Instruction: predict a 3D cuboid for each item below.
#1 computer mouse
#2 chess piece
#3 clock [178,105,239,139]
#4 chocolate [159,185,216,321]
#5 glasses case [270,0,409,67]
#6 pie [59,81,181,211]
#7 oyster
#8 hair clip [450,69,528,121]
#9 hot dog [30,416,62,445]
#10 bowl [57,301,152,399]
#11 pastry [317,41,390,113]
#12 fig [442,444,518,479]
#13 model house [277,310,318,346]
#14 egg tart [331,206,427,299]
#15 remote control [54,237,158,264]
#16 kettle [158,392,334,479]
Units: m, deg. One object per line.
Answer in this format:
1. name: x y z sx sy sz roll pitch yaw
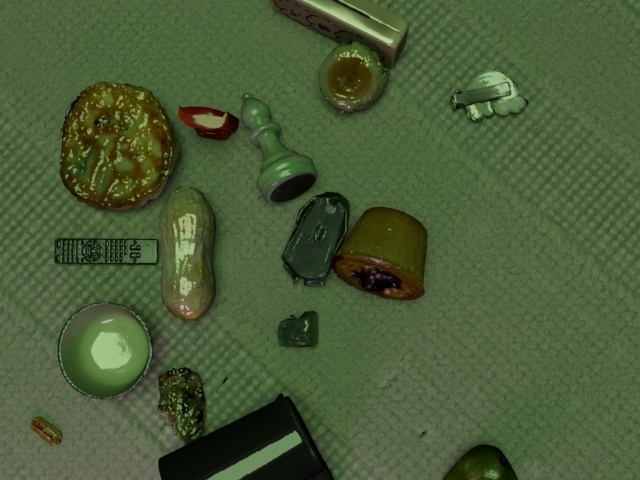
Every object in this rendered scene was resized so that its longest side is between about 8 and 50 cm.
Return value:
1. computer mouse: -0.001 -0.001 1.744 0.126 0.071 0.231 23 92 18
2. chess piece: -0.119 -0.230 1.764 0.139 0.139 0.272 -25 70 -2
3. clock: -0.255 -0.269 1.748 0.113 0.155 0.061 8 92 3
4. chocolate: -0.296 0.026 1.716 0.134 0.134 0.310 -3 80 1
5. glasses case: 0.040 -0.524 1.779 0.336 0.144 0.076 28 83 6
6. pie: -0.474 -0.214 1.782 0.314 0.092 0.316 -1 83 7
7. oyster: -0.310 0.373 1.710 0.105 0.056 0.177 -3 77 -6
8. hair clip: 0.391 -0.341 1.790 0.172 0.049 0.116 -12 86 -2
9. hot dog: -0.619 0.431 1.724 0.083 0.021 0.037 33 85 7
10. bowl: -0.464 0.244 1.700 0.211 0.112 0.212 0 81 1
11. pastry: 0.074 -0.375 1.767 0.165 0.088 0.166 3 111 9
12. fig: 0.335 0.509 1.637 0.156 0.123 0.123 -29 82 10
13. model house: -0.051 0.200 1.727 0.083 0.066 0.079 -2 93 19
14. egg tart: 0.142 0.035 1.676 0.215 0.215 0.171 21 68 5
15. remote control: -0.497 0.026 1.777 0.245 0.025 0.063 1 83 2
16. kettle: -0.146 0.505 1.613 0.307 0.203 0.262 -28 80 -5
